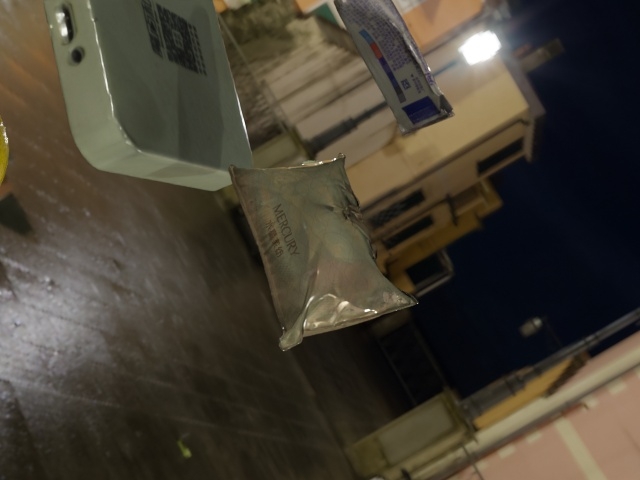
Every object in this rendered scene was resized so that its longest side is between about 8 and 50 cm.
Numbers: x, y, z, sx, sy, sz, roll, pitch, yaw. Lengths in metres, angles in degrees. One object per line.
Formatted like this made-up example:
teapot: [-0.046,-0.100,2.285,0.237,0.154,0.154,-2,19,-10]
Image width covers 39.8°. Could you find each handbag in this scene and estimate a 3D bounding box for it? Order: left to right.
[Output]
handbag: [0.000,0.000,1.090,0.117,0.183,0.270,108,-33,-52]

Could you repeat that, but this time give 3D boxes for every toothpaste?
toothpaste: [0.085,-0.281,1.224,0.282,0.068,0.099,59,-3,-10]

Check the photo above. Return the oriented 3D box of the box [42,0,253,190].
box: [-0.234,-0.259,1.192,0.373,0.090,0.367,7,67,-68]

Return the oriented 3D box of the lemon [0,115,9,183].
lemon: [-0.527,-0.113,1.142,0.234,0.288,0.233,20,58,-35]
